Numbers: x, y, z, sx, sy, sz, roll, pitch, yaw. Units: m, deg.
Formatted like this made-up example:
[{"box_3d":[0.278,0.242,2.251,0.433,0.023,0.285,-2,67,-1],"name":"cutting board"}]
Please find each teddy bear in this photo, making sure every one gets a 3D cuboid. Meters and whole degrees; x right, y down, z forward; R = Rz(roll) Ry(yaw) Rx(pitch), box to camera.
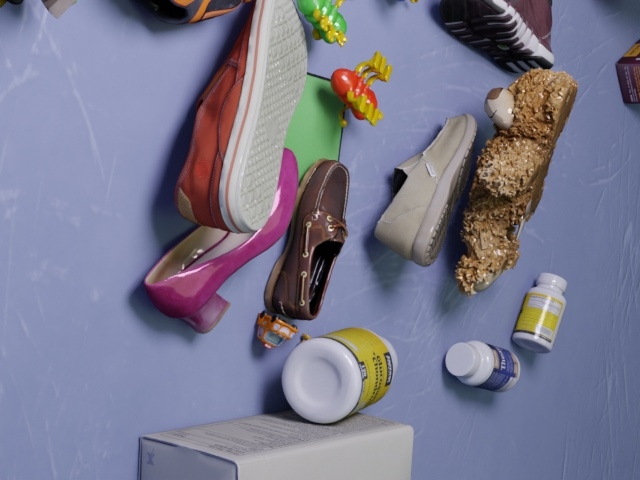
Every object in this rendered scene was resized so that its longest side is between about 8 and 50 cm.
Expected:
[{"box_3d":[0.251,-0.082,1.772,0.245,0.113,0.338,-45,152,-55],"name":"teddy bear"}]

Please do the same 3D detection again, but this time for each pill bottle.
[{"box_3d":[0.032,0.162,1.574,0.184,0.103,0.103,-7,101,-67],"name":"pill bottle"},{"box_3d":[0.347,0.112,1.982,0.065,0.065,0.116,40,65,-44],"name":"pill bottle"},{"box_3d":[0.236,0.183,1.861,0.120,0.067,0.067,20,80,-49],"name":"pill bottle"}]

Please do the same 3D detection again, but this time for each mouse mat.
[{"box_3d":[-0.025,-0.114,1.568,0.152,0.007,0.190,10,86,-49],"name":"mouse mat"}]

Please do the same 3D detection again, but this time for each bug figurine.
[{"box_3d":[0.049,-0.289,1.574,0.216,0.072,0.279,49,52,-47],"name":"bug figurine"}]

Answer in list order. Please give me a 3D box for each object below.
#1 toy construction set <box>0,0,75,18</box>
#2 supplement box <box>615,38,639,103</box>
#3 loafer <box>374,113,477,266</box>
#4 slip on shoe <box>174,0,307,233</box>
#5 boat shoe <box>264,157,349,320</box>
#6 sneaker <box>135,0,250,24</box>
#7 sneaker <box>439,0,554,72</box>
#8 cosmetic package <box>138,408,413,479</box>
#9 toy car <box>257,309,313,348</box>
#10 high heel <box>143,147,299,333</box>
[{"box_3d":[-0.224,-0.316,1.108,0.257,0.309,0.237,-56,138,-18],"name":"toy construction set"},{"box_3d":[0.612,-0.289,2.145,0.104,0.188,0.081,-43,124,-37],"name":"supplement box"},{"box_3d":[0.144,-0.082,1.703,0.102,0.092,0.268,94,16,-45],"name":"loafer"},{"box_3d":[-0.088,-0.157,1.420,0.123,0.101,0.331,55,41,-53],"name":"slip on shoe"},{"box_3d":[0.000,0.000,1.553,0.073,0.073,0.207,24,79,-45],"name":"boat shoe"},{"box_3d":[-0.137,-0.368,1.289,0.180,0.124,0.321,-34,130,-40],"name":"sneaker"},{"box_3d":[0.257,-0.357,1.808,0.281,0.106,0.162,27,68,-57],"name":"sneaker"},{"box_3d":[-0.046,0.272,1.476,0.309,0.160,0.113,-2,97,-48],"name":"cosmetic package"},{"box_3d":[-0.034,0.125,1.548,0.122,0.060,0.040,35,79,-44],"name":"toy car"},{"box_3d":[-0.110,-0.019,1.425,0.244,0.082,0.117,-57,144,-11],"name":"high heel"}]
